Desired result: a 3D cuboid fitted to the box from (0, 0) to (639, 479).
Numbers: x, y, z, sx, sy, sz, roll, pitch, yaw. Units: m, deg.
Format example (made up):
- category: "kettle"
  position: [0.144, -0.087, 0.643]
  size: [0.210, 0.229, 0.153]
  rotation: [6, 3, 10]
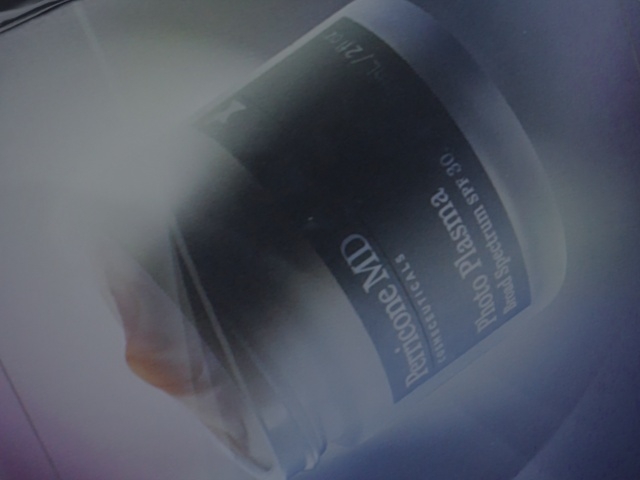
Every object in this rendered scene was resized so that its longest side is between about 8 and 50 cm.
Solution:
- category: "box"
  position: [0.000, 0.000, 0.645]
  size: [0.296, 0.294, 0.183]
  rotation: [68, 173, -28]
